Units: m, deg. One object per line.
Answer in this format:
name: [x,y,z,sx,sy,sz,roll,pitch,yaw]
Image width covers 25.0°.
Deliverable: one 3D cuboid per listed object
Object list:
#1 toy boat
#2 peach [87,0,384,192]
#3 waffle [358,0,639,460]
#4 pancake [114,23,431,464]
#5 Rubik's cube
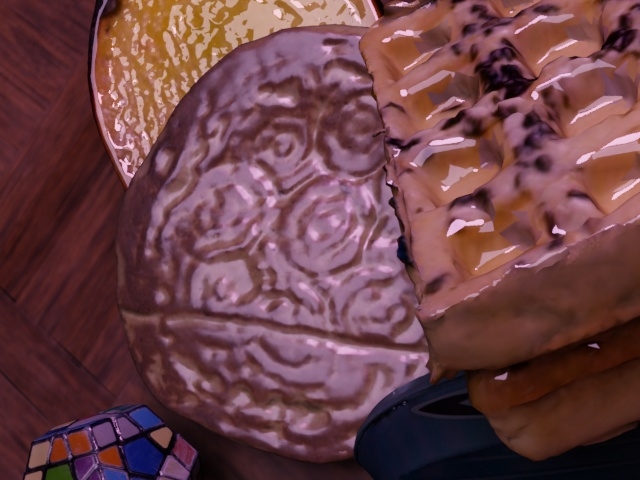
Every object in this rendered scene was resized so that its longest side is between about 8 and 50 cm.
toy boat: [0.146,0.079,0.665,0.296,0.114,0.122,-12,45,29]
peach: [-0.033,-0.075,0.863,0.189,0.068,0.279,-21,80,20]
waffle: [0.204,-0.085,0.612,0.376,0.114,0.261,-25,36,13]
pancake: [0.000,0.000,0.795,0.250,0.031,0.250,-2,83,18]
Rubik's cube: [-0.118,0.145,0.817,0.093,0.111,0.111,9,76,6]
